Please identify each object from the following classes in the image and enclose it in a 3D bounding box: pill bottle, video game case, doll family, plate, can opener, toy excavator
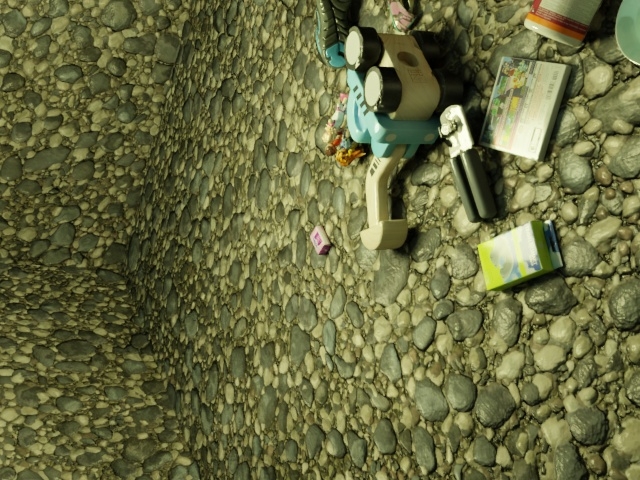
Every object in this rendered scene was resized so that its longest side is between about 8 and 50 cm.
[{"bbox_3d":[0.494,-0.498,1.304,0.121,0.121,0.221,50,127,47],"label":"pill bottle"},{"bbox_3d":[0.435,-0.286,1.461,0.183,0.023,0.201,33,114,54],"label":"video game case"},{"bbox_3d":[0.078,-0.289,1.885,0.263,0.118,0.163,52,-121,-85],"label":"doll family"},{"bbox_3d":[0.612,-0.399,1.199,0.188,0.024,0.188,-9,79,56],"label":"plate"},{"bbox_3d":[0.342,-0.180,1.546,0.074,0.093,0.280,-29,71,55],"label":"can opener"},{"bbox_3d":[0.175,-0.254,1.733,0.445,0.223,0.432,114,144,-51],"label":"toy excavator"}]

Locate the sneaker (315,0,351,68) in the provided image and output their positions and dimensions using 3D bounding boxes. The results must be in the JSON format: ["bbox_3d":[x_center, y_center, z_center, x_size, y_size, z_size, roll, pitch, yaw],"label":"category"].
[{"bbox_3d":[0.028,-0.689,2.023,0.140,0.125,0.340,-142,54,-66],"label":"sneaker"}]

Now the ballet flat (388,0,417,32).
[{"bbox_3d":[0.207,-0.661,1.827,0.079,0.077,0.221,-33,62,29],"label":"ballet flat"}]

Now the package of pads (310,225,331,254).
[{"bbox_3d":[0.000,0.000,2.088,0.050,0.032,0.083,-60,41,36],"label":"package of pads"}]

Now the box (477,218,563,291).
[{"bbox_3d":[0.416,0.032,1.430,0.178,0.042,0.109,-33,59,52],"label":"box"}]
